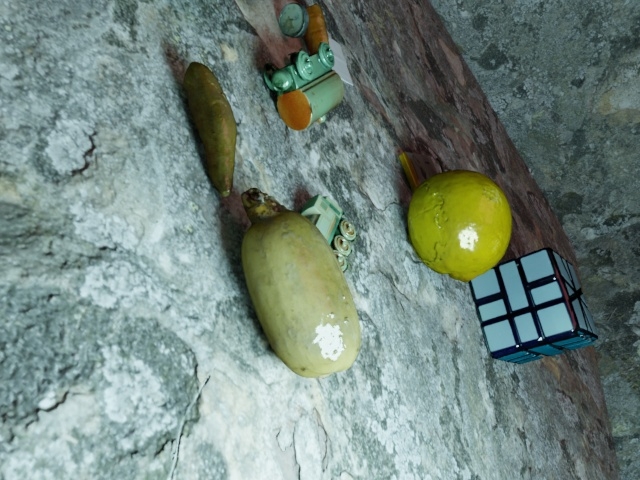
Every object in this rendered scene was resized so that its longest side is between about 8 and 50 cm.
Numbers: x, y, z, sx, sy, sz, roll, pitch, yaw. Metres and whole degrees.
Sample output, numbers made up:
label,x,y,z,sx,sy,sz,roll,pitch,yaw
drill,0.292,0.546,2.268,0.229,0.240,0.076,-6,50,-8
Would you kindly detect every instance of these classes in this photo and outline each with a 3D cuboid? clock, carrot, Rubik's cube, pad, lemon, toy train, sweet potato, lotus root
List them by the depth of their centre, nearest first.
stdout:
label,x,y,z,sx,sy,sz,roll,pitch,yaw
lotus root,-0.039,0.064,0.936,0.169,0.152,0.342,-14,83,-60
sweet potato,-0.182,-0.193,0.991,0.077,0.077,0.243,-8,78,-59
toy train,0.000,0.000,1.126,0.125,0.081,0.194,42,38,-15
toy train,-0.028,-0.360,1.331,0.177,0.116,0.285,68,27,-18
clock,-0.068,-0.554,1.425,0.017,0.085,0.085,-22,87,-55
carrot,-0.005,-0.525,1.510,0.072,0.072,0.204,3,68,-56
lemon,0.376,-0.045,1.536,0.297,0.297,0.297,37,40,-38
pad,0.016,-0.540,1.621,0.232,0.004,0.156,9,60,-54
Rubik's cube,0.680,0.217,1.808,0.289,0.284,0.293,20,50,-51

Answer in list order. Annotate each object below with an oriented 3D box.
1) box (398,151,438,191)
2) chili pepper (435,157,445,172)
label,x,y,z,sx,sy,sz,roll,pitch,yaw
box,0.322,-0.219,1.826,0.247,0.033,0.129,-7,75,-58
chili pepper,0.448,-0.139,1.893,0.278,0.065,0.122,59,29,-34
